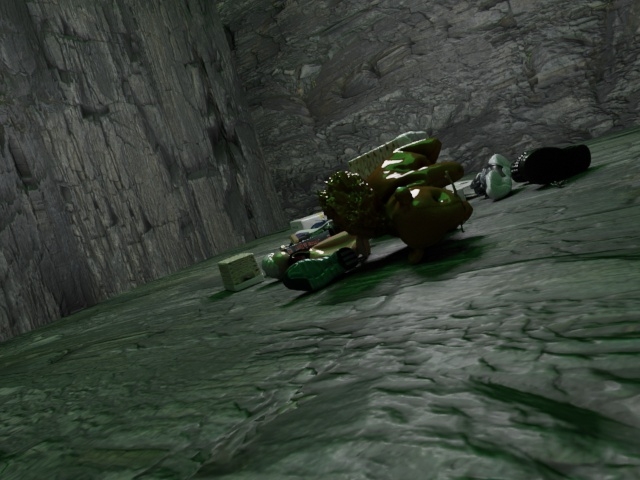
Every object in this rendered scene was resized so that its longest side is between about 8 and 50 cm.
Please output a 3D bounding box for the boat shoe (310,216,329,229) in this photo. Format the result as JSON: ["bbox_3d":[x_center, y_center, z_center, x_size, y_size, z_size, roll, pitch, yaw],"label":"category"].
[{"bbox_3d":[0.039,-0.076,2.371,0.089,0.109,0.258,-39,-5,33],"label":"boat shoe"}]

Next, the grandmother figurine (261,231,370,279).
[{"bbox_3d":[-0.020,0.045,1.523,0.341,0.104,0.208,-14,-2,14],"label":"grandmother figurine"}]

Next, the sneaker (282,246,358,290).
[{"bbox_3d":[-0.007,0.090,1.263,0.223,0.083,0.098,-16,-17,-31],"label":"sneaker"}]

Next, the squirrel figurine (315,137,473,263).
[{"bbox_3d":[0.195,-0.076,1.276,0.396,0.281,0.370,-8,22,9],"label":"squirrel figurine"}]

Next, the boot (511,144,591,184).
[{"bbox_3d":[0.806,-0.280,1.854,0.347,0.131,0.260,-9,8,-27],"label":"boot"}]

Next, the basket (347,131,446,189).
[{"bbox_3d":[0.310,-0.223,1.890,0.266,0.332,0.328,-17,5,28],"label":"basket"}]

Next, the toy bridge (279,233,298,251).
[{"bbox_3d":[-0.135,0.048,1.926,0.026,0.063,0.188,-23,-15,-45],"label":"toy bridge"}]

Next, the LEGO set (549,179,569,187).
[{"bbox_3d":[0.788,-0.184,1.604,0.083,0.024,0.054,-6,2,-25],"label":"LEGO set"}]

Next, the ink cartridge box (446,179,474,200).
[{"bbox_3d":[0.570,-0.201,2.190,0.260,0.066,0.296,-19,6,-9],"label":"ink cartridge box"}]

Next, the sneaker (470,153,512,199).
[{"bbox_3d":[0.651,-0.209,1.879,0.153,0.101,0.269,-56,3,45],"label":"sneaker"}]

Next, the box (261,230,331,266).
[{"bbox_3d":[-0.083,0.044,1.789,0.233,0.044,0.159,-24,-8,-45],"label":"box"}]

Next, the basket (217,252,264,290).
[{"bbox_3d":[-0.279,0.106,1.690,0.113,0.103,0.167,-21,7,-23],"label":"basket"}]

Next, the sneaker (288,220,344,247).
[{"bbox_3d":[0.000,0.000,2.006,0.283,0.107,0.124,-19,19,26],"label":"sneaker"}]

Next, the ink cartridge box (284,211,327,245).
[{"bbox_3d":[-0.025,-0.077,2.575,0.353,0.119,0.207,-20,6,-20],"label":"ink cartridge box"}]
